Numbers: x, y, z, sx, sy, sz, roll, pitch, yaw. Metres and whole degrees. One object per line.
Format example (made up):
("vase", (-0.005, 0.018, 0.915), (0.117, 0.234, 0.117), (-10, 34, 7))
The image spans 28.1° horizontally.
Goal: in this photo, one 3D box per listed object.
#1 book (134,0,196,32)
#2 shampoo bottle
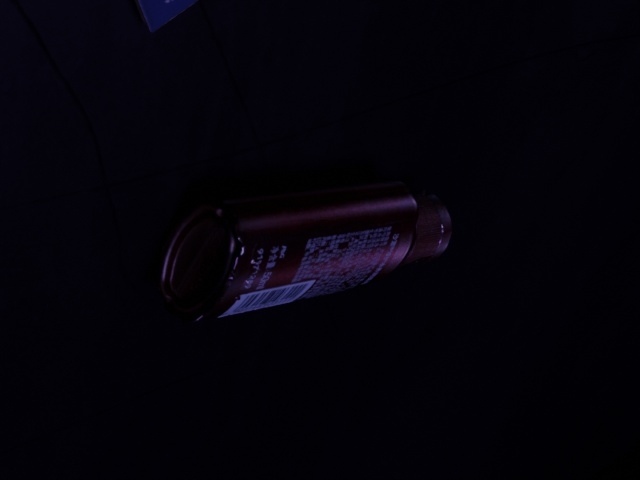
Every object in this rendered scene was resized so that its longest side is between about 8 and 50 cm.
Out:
("book", (-0.058, -0.293, 0.779), (0.228, 0.018, 0.322), (-38, 151, -12))
("shampoo bottle", (0.000, 0.000, 1.183), (0.323, 0.084, 0.129), (-11, 139, -48))
